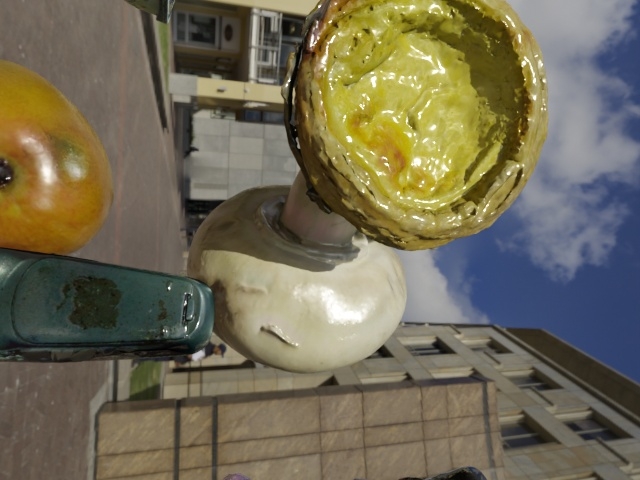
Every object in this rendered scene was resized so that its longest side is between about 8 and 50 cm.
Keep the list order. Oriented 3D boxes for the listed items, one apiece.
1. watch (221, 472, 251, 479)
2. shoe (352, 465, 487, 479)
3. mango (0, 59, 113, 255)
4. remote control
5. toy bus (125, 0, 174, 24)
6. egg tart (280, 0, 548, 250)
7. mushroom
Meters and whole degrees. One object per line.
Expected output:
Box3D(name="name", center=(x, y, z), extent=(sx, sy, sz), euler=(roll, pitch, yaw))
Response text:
Box3D(name="watch", center=(-0.101, 0.417, 0.466), extent=(0.248, 0.218, 0.210), euler=(5, 108, -68))
Box3D(name="shoe", center=(0.057, 0.287, 0.423), extent=(0.227, 0.112, 0.099), euler=(-45, 175, 2))
Box3D(name="mango", center=(-0.354, -0.103, 0.519), extent=(0.317, 0.173, 0.211), euler=(42, -20, 46))
Box3D(name="remote control", center=(-0.180, 0.041, 0.281), extent=(0.042, 0.222, 0.072), euler=(137, -43, -61))
Box3D(name="toy bus", center=(-0.238, -0.471, 0.613), extent=(0.134, 0.165, 0.276), euler=(147, -43, -67))
Box3D(name="egg tart", center=(0.095, -0.126, 0.444), extent=(0.095, 0.279, 0.278), euler=(-148, -120, -75))
Box3D(name="mushroom", center=(-0.008, 0.021, 0.651), extent=(0.315, 0.356, 0.315), euler=(41, -16, 14))
